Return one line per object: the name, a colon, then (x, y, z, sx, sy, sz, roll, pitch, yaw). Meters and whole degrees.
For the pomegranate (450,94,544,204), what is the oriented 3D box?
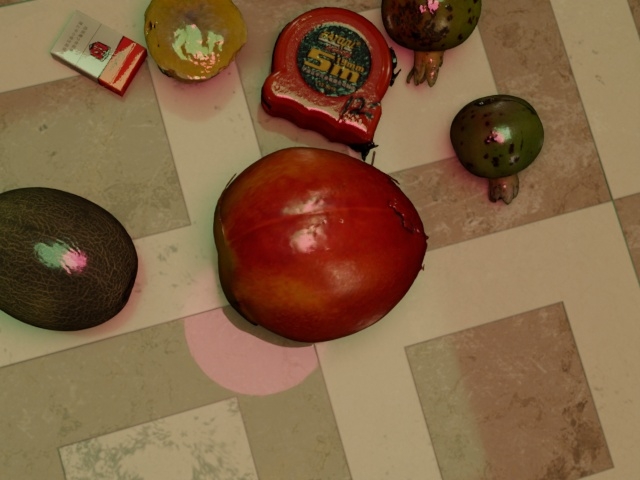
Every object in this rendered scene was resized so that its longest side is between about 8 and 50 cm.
pomegranate: (0.342, -0.185, 1.760, 0.179, 0.211, 0.179, -8, 53, 11)

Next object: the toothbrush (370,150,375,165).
toothbrush: (0.099, -0.143, 1.747, 0.008, 0.097, 0.006, -25, 65, -16)

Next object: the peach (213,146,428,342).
peach: (0.000, 0.000, 1.590, 0.369, 0.370, 0.370, 1, 82, -7)

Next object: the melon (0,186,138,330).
melon: (-0.469, 0.030, 1.576, 0.301, 0.237, 0.238, 20, 80, 0)

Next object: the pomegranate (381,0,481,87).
pomegranate: (0.203, -0.430, 1.769, 0.198, 0.246, 0.198, 9, 43, -8)

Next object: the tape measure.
tape measure: (0.024, -0.314, 1.753, 0.253, 0.114, 0.261, 22, 76, -4)

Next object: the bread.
bread: (-0.235, -0.379, 1.698, 0.197, 0.170, 0.197, 1, 84, -8)

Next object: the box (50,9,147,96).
box: (-0.420, -0.356, 1.736, 0.152, 0.048, 0.100, 29, 81, -5)
